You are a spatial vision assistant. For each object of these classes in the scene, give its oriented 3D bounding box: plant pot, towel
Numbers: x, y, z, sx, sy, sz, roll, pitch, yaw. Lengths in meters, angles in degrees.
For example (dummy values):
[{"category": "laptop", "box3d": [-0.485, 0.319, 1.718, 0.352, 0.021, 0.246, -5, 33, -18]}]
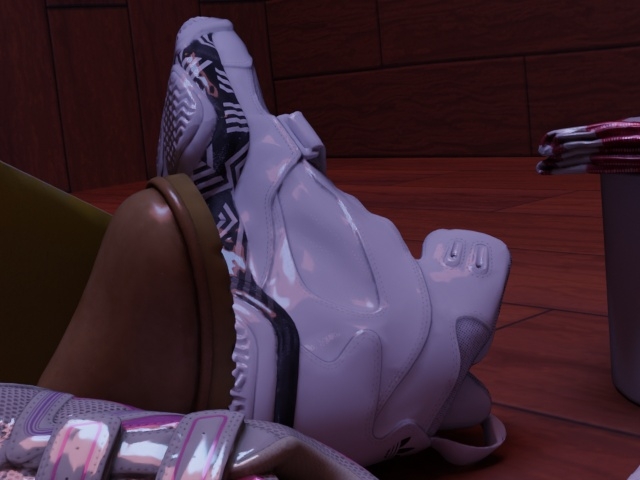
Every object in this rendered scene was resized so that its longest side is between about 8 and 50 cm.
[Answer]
[{"category": "plant pot", "box3d": [-0.253, 0.069, 0.626, 0.212, 0.187, 0.212, -4, -11, 10]}, {"category": "towel", "box3d": [0.339, -0.080, 0.702, 0.329, 0.037, 0.237, 0, 10, 32]}]

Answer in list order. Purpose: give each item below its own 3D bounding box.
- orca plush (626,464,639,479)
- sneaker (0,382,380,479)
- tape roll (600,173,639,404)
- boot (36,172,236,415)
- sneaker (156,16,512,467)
[{"category": "orca plush", "box3d": [0.214, 0.110, 0.468, 0.102, 0.151, 0.287, 39, 32, 31]}, {"category": "sneaker", "box3d": [-0.063, 0.103, 0.389, 0.252, 0.103, 0.111, 11, -21, -24]}, {"category": "tape roll", "box3d": [0.331, 0.018, 0.746, 0.246, 0.169, 0.246, -5, 8, 1]}, {"category": "boot", "box3d": [-0.178, 0.094, 0.463, 0.269, 0.236, 0.089, -8, 28, -29]}, {"category": "sneaker", "box3d": [0.000, 0.000, 0.715, 0.210, 0.366, 0.137, 0, -34, -16]}]
